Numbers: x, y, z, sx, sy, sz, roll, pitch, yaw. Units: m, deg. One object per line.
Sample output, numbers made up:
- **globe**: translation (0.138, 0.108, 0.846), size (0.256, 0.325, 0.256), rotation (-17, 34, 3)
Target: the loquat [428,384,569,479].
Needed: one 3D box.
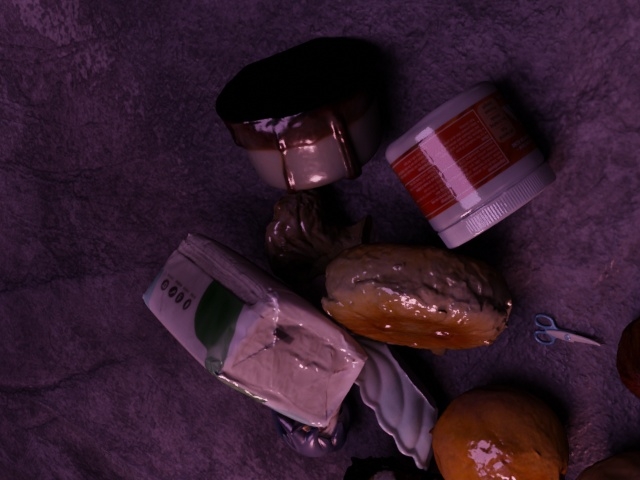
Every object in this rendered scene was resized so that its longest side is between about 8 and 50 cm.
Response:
- **loquat**: translation (0.310, 0.360, 1.577), size (0.238, 0.193, 0.238), rotation (24, 131, 30)

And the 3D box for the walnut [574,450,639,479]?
- **walnut**: translation (0.515, 0.476, 1.426), size (0.296, 0.285, 0.285), rotation (49, 133, 17)

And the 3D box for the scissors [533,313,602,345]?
- **scissors**: translation (0.409, 0.157, 1.520), size (0.119, 0.014, 0.058), rotation (12, 119, 38)

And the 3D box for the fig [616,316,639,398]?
- **fig**: translation (0.497, 0.200, 1.351), size (0.134, 0.201, 0.146), rotation (-1, 117, 29)

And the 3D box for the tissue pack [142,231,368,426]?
- **tissue pack**: translation (-0.121, 0.156, 1.639), size (0.193, 0.266, 0.356), rotation (-56, 36, -2)

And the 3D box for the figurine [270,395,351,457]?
- **figurine**: translation (-0.023, 0.307, 1.826), size (0.197, 0.175, 0.265), rotation (28, 129, 59)

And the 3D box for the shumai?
- **shumai**: translation (0.000, 0.000, 1.679), size (0.176, 0.166, 0.206), rotation (18, 146, 21)

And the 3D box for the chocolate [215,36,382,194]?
- **chocolate**: translation (-0.021, -0.194, 1.547), size (0.284, 0.283, 0.186), rotation (10, 135, 35)

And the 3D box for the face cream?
- **face cream**: translation (0.227, -0.116, 1.405), size (0.201, 0.201, 0.187), rotation (-36, 87, 43)

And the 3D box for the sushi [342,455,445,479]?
- **sushi**: translation (0.144, 0.531, 1.761), size (0.348, 0.208, 0.234), rotation (129, 136, -53)

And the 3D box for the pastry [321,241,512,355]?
- **pastry**: translation (0.164, 0.092, 1.510), size (0.330, 0.330, 0.136), rotation (-7, 66, 40)

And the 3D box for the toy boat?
- **toy boat**: translation (0.138, 0.286, 1.709), size (0.100, 0.199, 0.290), rotation (-40, 78, 6)
